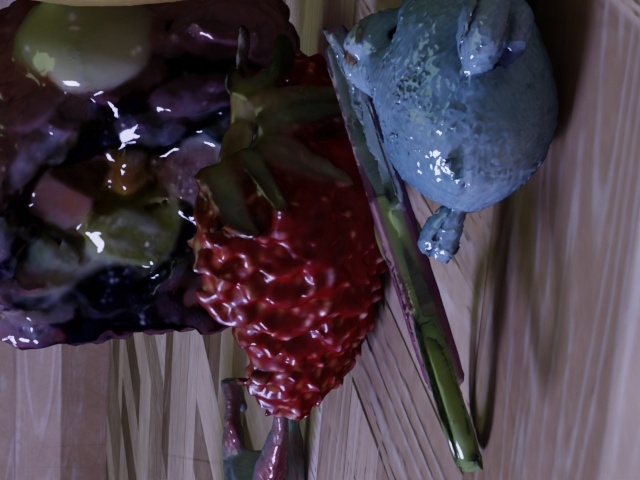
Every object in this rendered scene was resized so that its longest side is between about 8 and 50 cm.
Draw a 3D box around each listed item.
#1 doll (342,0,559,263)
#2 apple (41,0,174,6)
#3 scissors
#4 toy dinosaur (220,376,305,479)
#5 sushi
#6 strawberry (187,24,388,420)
[{"bbox_3d":[0.044,-0.084,0.728,0.179,0.075,0.120,-100,12,-47],"label":"doll"},{"bbox_3d":[-0.059,-0.250,0.784,0.319,0.277,0.319,-172,90,-88],"label":"apple"},{"bbox_3d":[0.034,0.003,0.766,0.133,0.020,0.187,39,-147,-86],"label":"scissors"},{"bbox_3d":[-0.036,0.165,1.256,0.242,0.053,0.167,121,147,-70],"label":"toy dinosaur"},{"bbox_3d":[-0.123,-0.054,1.138,0.171,0.270,0.236,-112,11,-56],"label":"sushi"},{"bbox_3d":[0.005,-0.001,1.001,0.208,0.087,0.167,62,-143,-52],"label":"strawberry"}]
